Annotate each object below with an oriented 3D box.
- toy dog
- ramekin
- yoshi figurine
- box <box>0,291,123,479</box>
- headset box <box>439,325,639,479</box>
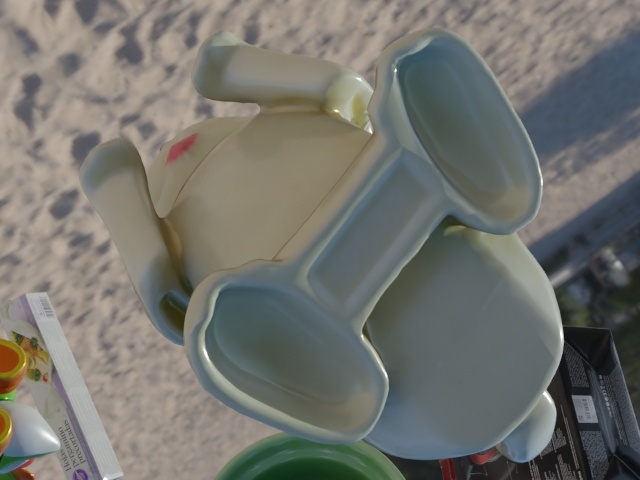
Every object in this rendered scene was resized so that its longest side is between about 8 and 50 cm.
[{"bbox_3d":[0.000,0.000,0.991,0.284,0.395,0.408,-60,-149,-6],"label":"toy dog"},{"bbox_3d":[-0.012,0.423,1.630,0.303,0.303,0.148,-34,152,-13],"label":"ramekin"},{"bbox_3d":[-0.474,0.249,1.535,0.203,0.203,0.362,-26,160,-28],"label":"yoshi figurine"},{"bbox_3d":[-0.408,0.236,1.875,0.063,0.324,0.067,-29,170,20],"label":"box"},{"bbox_3d":[0.260,0.262,1.516,0.110,0.218,0.293,6,150,-30],"label":"headset box"}]
